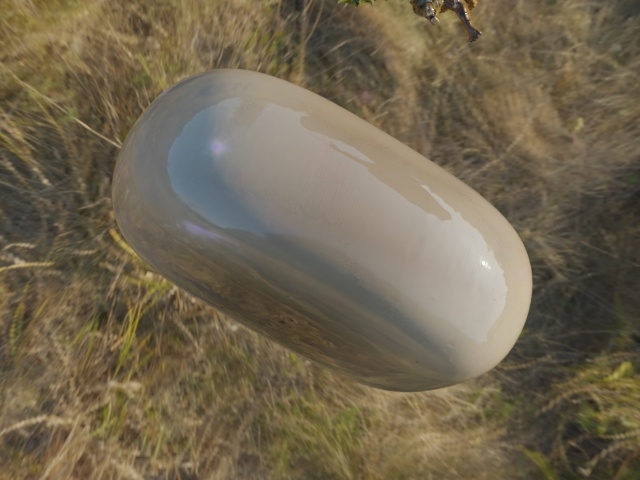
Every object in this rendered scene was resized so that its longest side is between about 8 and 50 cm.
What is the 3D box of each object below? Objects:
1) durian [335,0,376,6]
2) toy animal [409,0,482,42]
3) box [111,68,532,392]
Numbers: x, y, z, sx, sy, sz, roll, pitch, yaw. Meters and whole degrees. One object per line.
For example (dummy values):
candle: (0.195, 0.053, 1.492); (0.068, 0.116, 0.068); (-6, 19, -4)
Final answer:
durian: (0.043, -0.336, 1.317); (0.186, 0.108, 0.119); (-11, 69, -7)
toy animal: (0.250, -0.432, 1.825); (0.116, 0.114, 0.255); (35, 100, -26)
box: (0.000, 0.000, 0.545); (0.200, 0.146, 0.088); (29, 68, -14)
